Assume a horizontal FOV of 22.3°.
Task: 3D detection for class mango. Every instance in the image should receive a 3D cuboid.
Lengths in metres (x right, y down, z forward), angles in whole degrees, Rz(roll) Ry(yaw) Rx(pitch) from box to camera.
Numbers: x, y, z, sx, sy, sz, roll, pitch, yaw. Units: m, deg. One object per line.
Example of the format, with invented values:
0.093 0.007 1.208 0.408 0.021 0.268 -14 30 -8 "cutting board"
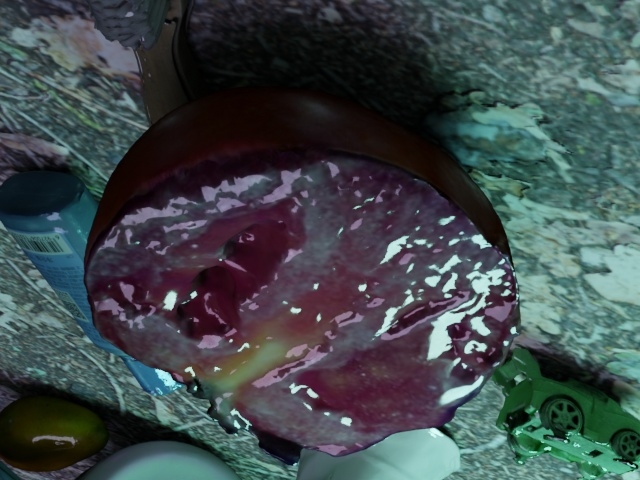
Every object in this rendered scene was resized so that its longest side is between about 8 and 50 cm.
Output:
-0.336 0.236 2.004 0.111 0.089 0.163 25 149 -31 "mango"

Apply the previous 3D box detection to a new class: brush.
-0.121 -0.139 1.121 0.070 0.065 0.327 12 155 11 "brush"

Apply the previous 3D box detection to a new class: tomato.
0.003 -0.001 1.186 0.335 0.176 0.289 35 130 -29 "tomato"

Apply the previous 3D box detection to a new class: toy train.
0.224 0.161 1.457 0.149 0.081 0.099 19 155 -10 "toy train"

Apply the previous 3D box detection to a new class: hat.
0.042 0.254 1.715 0.203 0.126 0.203 18 159 7 "hat"

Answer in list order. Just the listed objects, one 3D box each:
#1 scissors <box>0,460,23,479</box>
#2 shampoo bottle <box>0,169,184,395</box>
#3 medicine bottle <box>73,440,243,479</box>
-0.457 0.231 2.006 0.393 0.032 0.180 31 161 30 "scissors"
-0.198 0.045 1.489 0.103 0.061 0.258 5 140 37 "shampoo bottle"
-0.230 0.397 2.052 0.256 0.256 0.325 26 158 -12 "medicine bottle"
